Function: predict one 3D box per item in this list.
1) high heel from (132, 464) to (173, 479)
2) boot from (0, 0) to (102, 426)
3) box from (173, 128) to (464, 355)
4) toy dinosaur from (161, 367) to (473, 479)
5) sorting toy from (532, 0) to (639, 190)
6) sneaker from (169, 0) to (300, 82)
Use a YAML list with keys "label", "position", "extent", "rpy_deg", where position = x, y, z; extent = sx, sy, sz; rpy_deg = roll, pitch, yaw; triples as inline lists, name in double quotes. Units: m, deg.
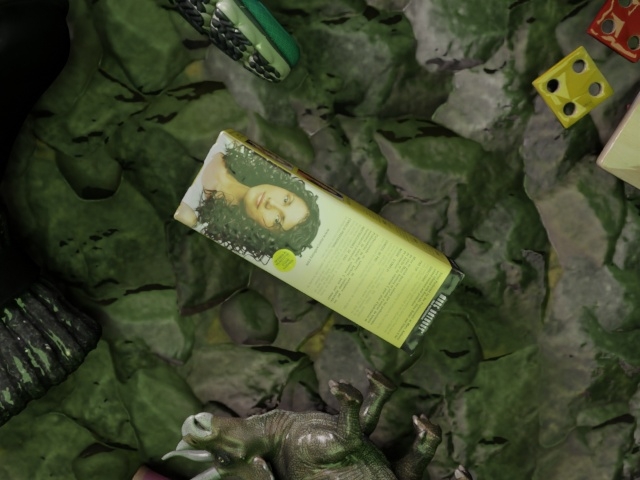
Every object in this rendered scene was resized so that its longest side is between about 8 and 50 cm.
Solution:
- label: "high heel"
  position: [-0.157, 0.405, 0.656]
  extent: [0.181, 0.127, 0.377]
  rpy_deg: [24, 101, 0]
- label: "boot"
  position: [-0.261, -0.010, 0.566]
  extent: [0.348, 0.131, 0.260]
  rpy_deg: [-39, 92, 19]
- label: "box"
  position: [0.000, 0.000, 0.604]
  extent: [0.232, 0.058, 0.087]
  rpy_deg: [29, 101, -6]
- label: "toy dinosaur"
  position: [0.035, 0.217, 0.610]
  extent: [0.313, 0.121, 0.160]
  rpy_deg: [36, 104, 9]
- label: "sorting toy"
  position: [0.305, -0.094, 0.584]
  extent: [0.274, 0.046, 0.132]
  rpy_deg: [28, 101, -5]
- label: "sneaker"
  position: [-0.087, -0.248, 0.534]
  extent: [0.110, 0.107, 0.275]
  rpy_deg: [-34, 106, -10]
